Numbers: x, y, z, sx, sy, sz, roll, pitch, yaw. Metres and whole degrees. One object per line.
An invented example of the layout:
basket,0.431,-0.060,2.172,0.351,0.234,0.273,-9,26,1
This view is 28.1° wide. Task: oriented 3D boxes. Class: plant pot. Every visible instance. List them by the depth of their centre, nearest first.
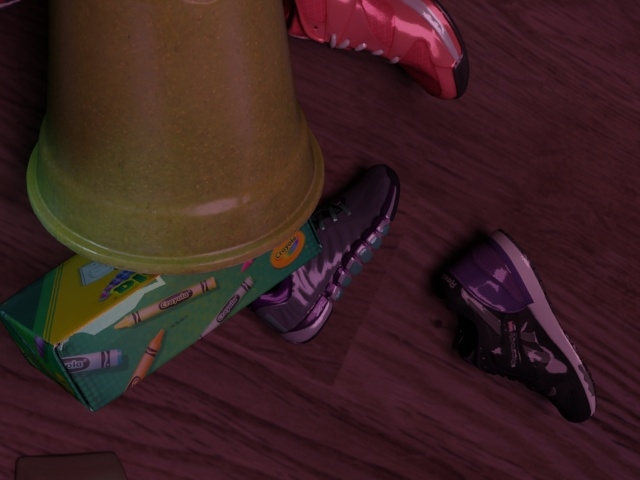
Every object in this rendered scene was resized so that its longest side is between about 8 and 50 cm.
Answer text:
plant pot,-0.131,-0.154,1.108,0.276,0.276,0.253,-25,140,-25
plant pot,-0.243,0.281,1.287,0.109,0.096,0.109,2,98,-32

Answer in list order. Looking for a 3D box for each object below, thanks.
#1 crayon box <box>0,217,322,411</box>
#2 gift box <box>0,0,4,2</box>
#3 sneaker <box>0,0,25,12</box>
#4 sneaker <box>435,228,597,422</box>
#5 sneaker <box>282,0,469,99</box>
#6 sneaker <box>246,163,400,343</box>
crayon box,-0.157,0.038,1.249,0.278,0.165,0.081,-35,116,-22
gift box,-0.386,-0.284,0.900,0.255,0.258,0.276,-33,156,-18
sneaker,-0.334,-0.258,1.103,0.331,0.122,0.146,-30,116,-24
sneaker,0.231,0.127,1.564,0.124,0.107,0.283,-34,113,-5
sneaker,0.028,-0.245,1.355,0.136,0.116,0.314,-46,113,-4
sneaker,0.000,0.000,1.391,0.098,0.083,0.223,34,82,-27
